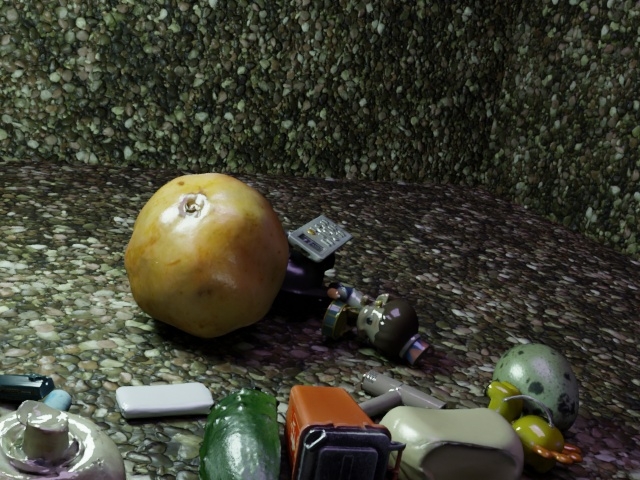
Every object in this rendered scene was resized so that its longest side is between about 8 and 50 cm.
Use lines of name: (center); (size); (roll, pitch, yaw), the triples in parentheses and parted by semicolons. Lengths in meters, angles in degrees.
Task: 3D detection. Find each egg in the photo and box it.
egg: (0.473, 0.326, 1.782); (0.177, 0.177, 0.228); (4, 32, -21)

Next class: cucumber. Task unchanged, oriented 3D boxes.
cucumber: (-0.134, 0.367, 1.422); (0.145, 0.105, 0.325); (8, 20, -9)

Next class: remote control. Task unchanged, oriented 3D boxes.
remote control: (0.000, 0.000, 2.219); (0.109, 0.055, 0.313); (36, 20, 8)

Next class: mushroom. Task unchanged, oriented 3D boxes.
mushroom: (-0.407, 0.333, 1.197); (0.246, 0.202, 0.246); (10, 28, -5)

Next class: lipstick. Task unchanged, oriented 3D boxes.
lipstick: (-0.483, 0.320, 1.444); (0.048, 0.048, 0.158); (10, 17, -3)

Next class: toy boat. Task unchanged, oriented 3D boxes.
toy boat: (-0.571, 0.275, 1.529); (0.141, 0.060, 0.055); (2, 14, 10)

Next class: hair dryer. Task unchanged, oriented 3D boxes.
hair dryer: (0.132, 0.350, 1.704); (0.195, 0.053, 0.220); (20, 20, 30)

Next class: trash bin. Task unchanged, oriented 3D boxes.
trash bin: (0.029, 0.357, 1.453); (0.184, 0.161, 0.238); (6, 14, -13)

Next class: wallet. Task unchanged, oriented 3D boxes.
wallet: (-0.301, 0.313, 1.604); (0.190, 0.033, 0.095); (1, 21, -27)

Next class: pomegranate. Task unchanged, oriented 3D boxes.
pomegranate: (-0.267, 0.038, 1.961); (0.412, 0.411, 0.411); (10, 17, -3)

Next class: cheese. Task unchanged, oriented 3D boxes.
cheese: (0.243, 0.387, 1.533); (0.266, 0.127, 0.233); (9, 14, -14)

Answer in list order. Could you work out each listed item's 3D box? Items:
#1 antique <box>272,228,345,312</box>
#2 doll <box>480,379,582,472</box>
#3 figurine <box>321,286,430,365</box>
antique: (-0.101, 0.083, 2.208); (0.322, 0.185, 0.255); (25, 20, 28)
doll: (0.419, 0.381, 1.637); (0.143, 0.135, 0.221); (14, 13, -46)
figurine: (0.140, 0.209, 2.022); (0.276, 0.161, 0.158); (15, 41, 20)
